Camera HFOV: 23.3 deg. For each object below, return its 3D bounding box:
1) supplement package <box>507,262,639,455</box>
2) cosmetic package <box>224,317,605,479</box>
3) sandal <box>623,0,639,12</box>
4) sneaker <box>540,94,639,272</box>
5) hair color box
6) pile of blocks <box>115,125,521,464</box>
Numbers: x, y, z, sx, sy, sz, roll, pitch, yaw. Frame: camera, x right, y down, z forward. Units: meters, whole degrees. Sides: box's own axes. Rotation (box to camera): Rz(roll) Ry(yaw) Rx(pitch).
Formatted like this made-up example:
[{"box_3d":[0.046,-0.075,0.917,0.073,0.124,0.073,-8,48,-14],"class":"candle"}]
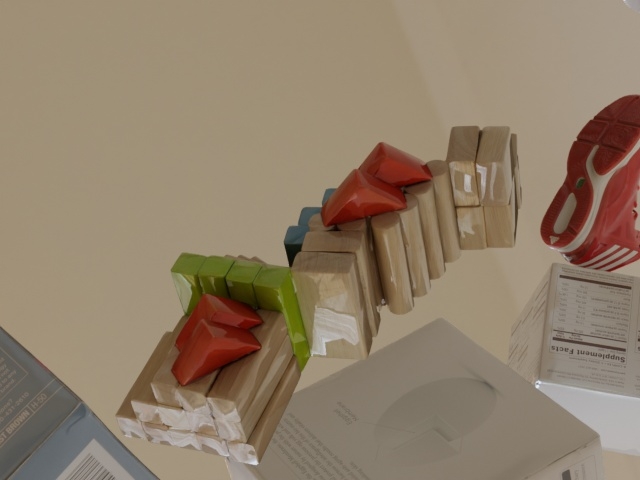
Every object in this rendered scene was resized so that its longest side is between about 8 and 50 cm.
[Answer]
[{"box_3d":[0.340,0.149,1.843,0.262,0.204,0.145,100,-1,-71],"class":"supplement package"},{"box_3d":[0.074,0.204,1.234,0.224,0.224,0.138,38,-34,53],"class":"cosmetic package"},{"box_3d":[0.450,-0.309,1.719,0.102,0.265,0.076,103,-22,-62],"class":"sandal"},{"box_3d":[0.354,-0.059,1.867,0.087,0.128,0.221,24,-103,50],"class":"sneaker"},{"box_3d":[-0.325,0.132,1.438,0.374,0.113,0.185,34,-16,36],"class":"hair color box"},{"box_3d":[0.000,0.000,1.082,0.149,0.362,0.113,29,-35,38],"class":"pile of blocks"}]
